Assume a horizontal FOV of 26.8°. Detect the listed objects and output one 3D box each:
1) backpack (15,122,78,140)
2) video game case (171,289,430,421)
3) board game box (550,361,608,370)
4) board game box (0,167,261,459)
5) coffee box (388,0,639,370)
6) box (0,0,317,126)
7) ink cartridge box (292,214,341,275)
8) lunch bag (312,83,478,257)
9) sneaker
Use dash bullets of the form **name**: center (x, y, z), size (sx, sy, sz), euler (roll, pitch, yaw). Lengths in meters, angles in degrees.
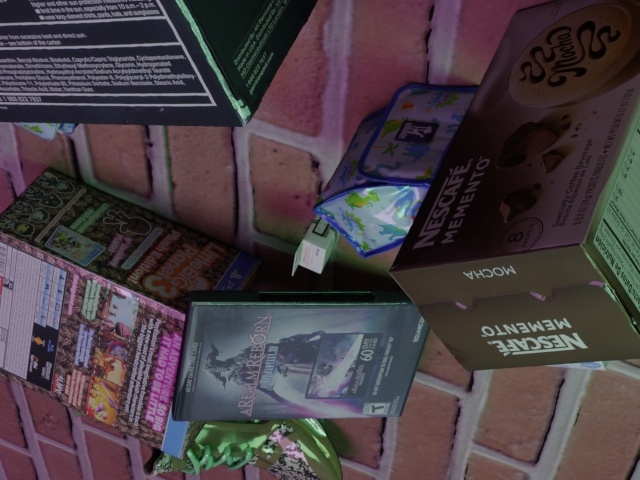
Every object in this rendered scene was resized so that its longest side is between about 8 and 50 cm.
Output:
- **backpack**: center (-0.299, -0.170, 1.409), size (0.114, 0.084, 0.105), euler (30, 144, 3)
- **video game case**: center (-0.021, 0.131, 1.502), size (0.274, 0.026, 0.196), euler (0, 133, -15)
- **board game box**: center (0.253, 0.102, 1.431), size (0.090, 0.020, 0.090), euler (2, 137, 34)
- **board game box**: center (-0.247, 0.087, 1.611), size (0.291, 0.141, 0.232), euler (24, 130, 7)
- **coffee box**: center (0.195, -0.055, 1.015), size (0.168, 0.297, 0.119), euler (-8, 132, 42)
- **box**: center (-0.198, -0.256, 1.065), size (0.296, 0.183, 0.294), euler (4, 142, 30)
- **ink cartridge box**: center (0.000, 0.000, 1.419), size (0.028, 0.083, 0.048), euler (23, 146, 9)
- **lunch bag**: center (0.081, -0.070, 1.230), size (0.096, 0.129, 0.151), euler (42, 145, -21)
- **sneaker**: center (-0.165, 0.261, 1.794), size (0.410, 0.182, 0.158), euler (32, 146, -6)
